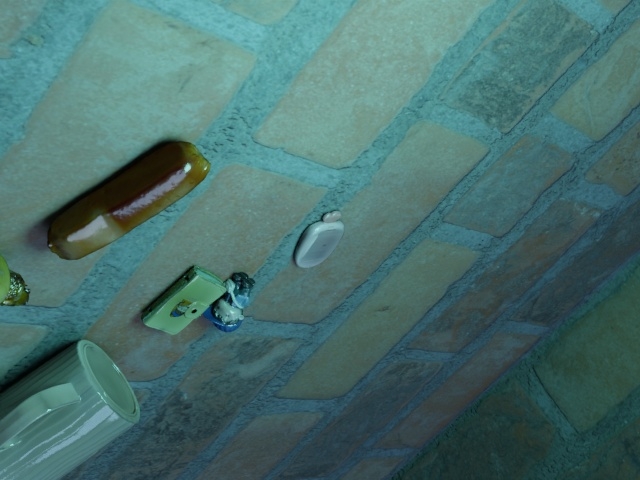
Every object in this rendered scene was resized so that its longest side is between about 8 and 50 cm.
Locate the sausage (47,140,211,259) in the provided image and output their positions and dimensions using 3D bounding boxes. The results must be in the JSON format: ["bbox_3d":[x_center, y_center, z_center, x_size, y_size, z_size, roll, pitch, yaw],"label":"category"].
[{"bbox_3d":[-0.319,-0.065,1.561,0.300,0.083,0.089,-31,155,2],"label":"sausage"}]

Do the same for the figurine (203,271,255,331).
[{"bbox_3d":[-0.183,0.128,1.973,0.136,0.077,0.079,-56,162,13],"label":"figurine"}]

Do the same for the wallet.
[{"bbox_3d":[-0.274,0.121,1.898,0.155,0.039,0.110,-41,145,12],"label":"wallet"}]

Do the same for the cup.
[{"bbox_3d":[-0.528,0.331,1.812,0.273,0.208,0.288,-34,141,2],"label":"cup"}]

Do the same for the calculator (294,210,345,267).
[{"bbox_3d":[0.000,0.000,1.987,0.103,0.024,0.166,-7,142,-35],"label":"calculator"}]

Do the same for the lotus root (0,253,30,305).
[{"bbox_3d":[-0.592,0.057,1.428,0.169,0.151,0.343,-34,157,32],"label":"lotus root"}]
